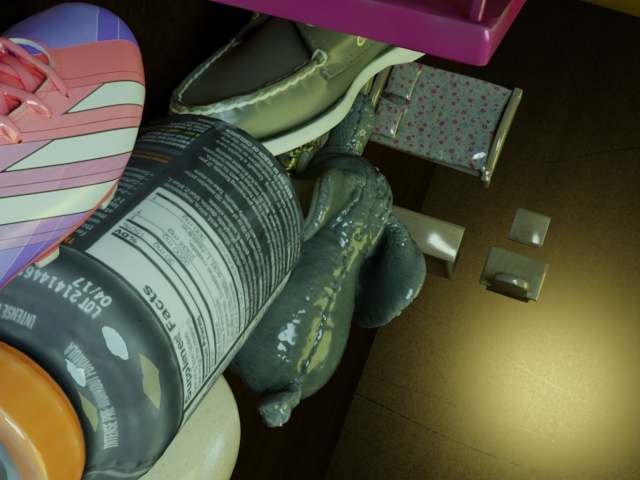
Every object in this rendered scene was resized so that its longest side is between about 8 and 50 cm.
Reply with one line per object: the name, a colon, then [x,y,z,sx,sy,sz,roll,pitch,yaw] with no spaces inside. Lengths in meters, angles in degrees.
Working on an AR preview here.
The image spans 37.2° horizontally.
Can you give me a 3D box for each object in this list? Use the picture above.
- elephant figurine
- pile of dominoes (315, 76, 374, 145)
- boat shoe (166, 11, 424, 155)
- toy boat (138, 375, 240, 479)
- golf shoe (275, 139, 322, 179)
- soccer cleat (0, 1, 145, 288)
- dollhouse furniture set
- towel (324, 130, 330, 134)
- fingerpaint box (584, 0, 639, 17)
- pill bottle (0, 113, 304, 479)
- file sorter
elephant figurine: [0.000,0.000,0.772,0.239,0.186,0.169,-52,160,6]
pile of dominoes: [0.040,-0.151,1.149,0.251,0.040,0.196,-43,151,-68]
boat shoe: [-0.003,-0.151,0.684,0.305,0.109,0.091,-40,138,-38]
toy boat: [-0.153,0.177,0.526,0.318,0.148,0.268,43,71,-87]
golf shoe: [-0.026,-0.060,0.960,0.086,0.069,0.176,-53,172,18]
soccer cleat: [-0.140,-0.021,0.345,0.095,0.083,0.248,88,25,-52]
dollhouse furniture set: [0.193,-0.136,1.246,0.174,0.303,0.356,49,61,-77]
towel: [0.022,-0.268,0.853,0.271,0.040,0.370,-38,145,-72]
fingerpaint box: [0.038,-0.197,0.130,0.445,0.370,0.163,51,59,-79]
pill bottle: [-0.106,0.035,0.470,0.246,0.130,0.131,-53,160,-57]
file sorter: [0.039,-0.243,0.536,0.291,0.202,0.182,-53,157,-59]
